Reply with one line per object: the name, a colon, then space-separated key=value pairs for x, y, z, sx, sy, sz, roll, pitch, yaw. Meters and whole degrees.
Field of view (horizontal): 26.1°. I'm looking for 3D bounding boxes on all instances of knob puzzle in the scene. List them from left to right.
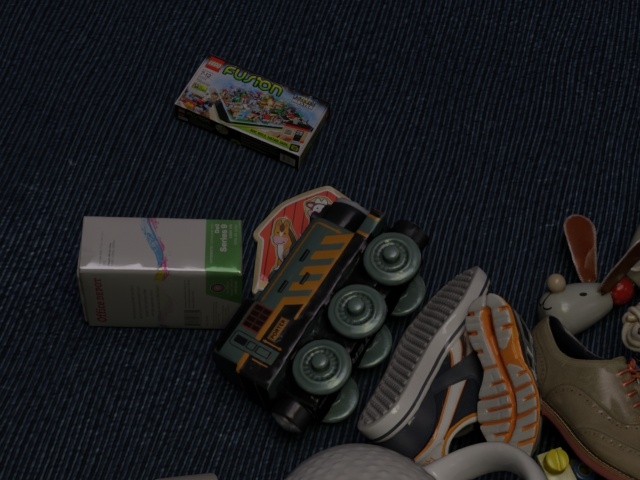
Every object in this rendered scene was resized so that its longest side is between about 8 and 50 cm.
knob puzzle: x=0.000 y=0.000 z=1.954 sx=0.213 sy=0.030 sz=0.213 roll=2 pitch=58 yaw=-3

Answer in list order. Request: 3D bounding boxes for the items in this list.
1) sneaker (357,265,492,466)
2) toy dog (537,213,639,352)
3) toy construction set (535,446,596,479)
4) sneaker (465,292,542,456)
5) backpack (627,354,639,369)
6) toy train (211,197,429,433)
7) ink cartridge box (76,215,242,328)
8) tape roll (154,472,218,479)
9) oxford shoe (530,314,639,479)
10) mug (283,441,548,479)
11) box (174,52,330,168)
sneaker: x=0.164 y=0.175 z=1.807 sx=0.127 sy=0.126 sz=0.321 roll=44 pitch=49 yaw=-11
toy dog: x=0.443 y=-0.006 z=1.897 sx=0.333 sy=0.161 sz=0.220 roll=-39 pitch=26 yaw=-30
toy construction set: x=0.275 y=0.415 z=1.661 sx=0.215 sy=0.151 sz=0.328 roll=-7 pitch=48 yaw=-9
sneaker: x=0.244 y=0.174 z=1.739 sx=0.084 sy=0.083 sz=0.215 roll=-16 pitch=69 yaw=29
backpack: x=0.439 y=0.204 z=1.824 sx=0.120 sy=0.101 sz=0.098 roll=-2 pitch=55 yaw=-45
toy train: x=0.005 y=0.091 z=1.825 sx=0.190 sy=0.142 sz=0.334 roll=26 pitch=69 yaw=20
ink cartridge box: x=-0.211 y=0.044 z=1.837 sx=0.212 sy=0.154 sz=0.093 roll=0 pitch=58 yaw=-4
tape roll: x=-0.125 y=0.443 z=1.462 sx=0.072 sy=0.392 sz=0.392 roll=-5 pitch=59 yaw=-8
oxford shoe: x=0.372 y=0.215 z=1.724 sx=0.348 sy=0.130 sz=0.123 roll=35 pitch=16 yaw=36
mug: x=0.094 y=0.363 z=1.543 sx=0.374 sy=0.276 sz=0.328 roll=-33 pitch=25 yaw=9
box: x=-0.102 y=-0.195 z=2.063 sx=0.207 sy=0.036 sz=0.114 roll=23 pitch=59 yaw=10
